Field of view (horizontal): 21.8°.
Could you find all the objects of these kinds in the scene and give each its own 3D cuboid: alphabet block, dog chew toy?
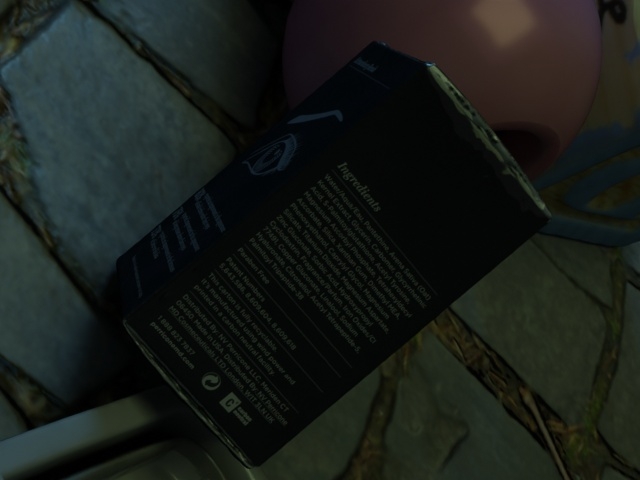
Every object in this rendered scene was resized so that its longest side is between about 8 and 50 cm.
[{"bbox_3d":[0.217,-0.125,1.216,0.193,0.192,0.197,11,62,-43],"label":"alphabet block"},{"bbox_3d":[0.058,-0.190,1.094,0.206,0.206,0.332,8,57,-42],"label":"dog chew toy"}]

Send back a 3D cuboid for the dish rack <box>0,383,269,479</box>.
[{"bbox_3d":[-0.069,0.218,0.767,0.285,0.072,0.333,57,18,7],"label":"dish rack"}]

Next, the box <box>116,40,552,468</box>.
[{"bbox_3d":[0.000,0.000,0.897,0.108,0.207,0.153,50,2,-14],"label":"box"}]
